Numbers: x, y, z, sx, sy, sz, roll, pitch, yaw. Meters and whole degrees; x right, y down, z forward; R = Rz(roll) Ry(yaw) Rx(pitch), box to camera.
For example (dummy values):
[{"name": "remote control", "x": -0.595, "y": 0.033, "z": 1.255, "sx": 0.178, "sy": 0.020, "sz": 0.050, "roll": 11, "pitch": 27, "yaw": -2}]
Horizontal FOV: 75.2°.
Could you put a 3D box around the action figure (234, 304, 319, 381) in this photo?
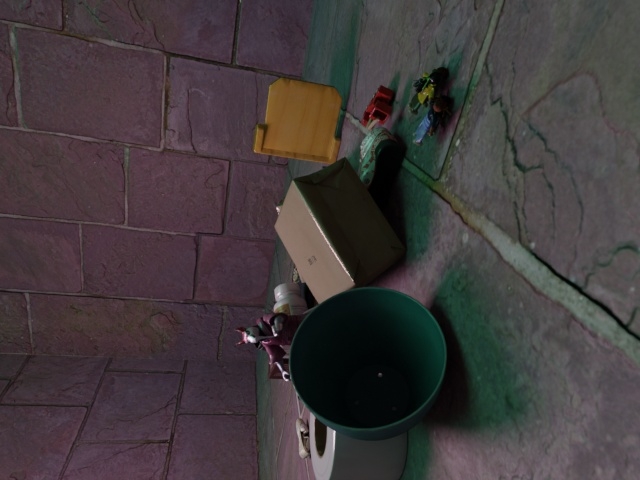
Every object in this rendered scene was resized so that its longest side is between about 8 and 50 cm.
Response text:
[{"name": "action figure", "x": -0.093, "y": 0.279, "z": 1.352, "sx": 0.276, "sy": 0.369, "sz": 0.248, "roll": -105, "pitch": 23, "yaw": -54}]

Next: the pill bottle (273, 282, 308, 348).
[{"name": "pill bottle", "x": -0.110, "y": 0.284, "z": 1.586, "sx": 0.131, "sy": 0.131, "sz": 0.230, "roll": 114, "pitch": 148, "yaw": -53}]

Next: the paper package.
[{"name": "paper package", "x": 0.030, "y": -0.005, "z": 1.127, "sx": 0.310, "sy": 0.168, "sz": 0.325, "roll": 58, "pitch": 158, "yaw": 9}]

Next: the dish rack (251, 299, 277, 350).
[{"name": "dish rack", "x": -0.205, "y": 0.345, "z": 1.845, "sx": 0.272, "sy": 0.074, "sz": 0.208, "roll": -59, "pitch": 23, "yaw": -3}]

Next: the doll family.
[{"name": "doll family", "x": 0.234, "y": -0.291, "z": 0.876, "sx": 0.111, "sy": 0.075, "sz": 0.193, "roll": 127, "pitch": 142, "yaw": -58}]

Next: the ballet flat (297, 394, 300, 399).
[{"name": "ballet flat", "x": -0.060, "y": 0.593, "z": 1.743, "sx": 0.074, "sy": 0.074, "sz": 0.204, "roll": -111, "pitch": 30, "yaw": -63}]

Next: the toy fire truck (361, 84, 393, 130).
[{"name": "toy fire truck", "x": 0.158, "y": -0.364, "z": 1.190, "sx": 0.192, "sy": 0.047, "sz": 0.136, "roll": 132, "pitch": 160, "yaw": -68}]

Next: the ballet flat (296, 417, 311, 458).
[{"name": "ballet flat", "x": -0.065, "y": 0.818, "z": 1.734, "sx": 0.052, "sy": 0.057, "sz": 0.168, "roll": -44, "pitch": 37, "yaw": 26}]

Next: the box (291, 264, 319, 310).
[{"name": "box", "x": -0.054, "y": 0.247, "z": 1.812, "sx": 0.395, "sy": 0.097, "sz": 0.319, "roll": -153, "pitch": 68, "yaw": -74}]

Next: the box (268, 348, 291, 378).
[{"name": "box", "x": -0.143, "y": 0.526, "z": 1.912, "sx": 0.203, "sy": 0.166, "sz": 0.169, "roll": 113, "pitch": 159, "yaw": -52}]

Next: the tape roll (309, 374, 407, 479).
[{"name": "tape roll", "x": 0.079, "y": 0.444, "z": 0.990, "sx": 0.246, "sy": 0.168, "sz": 0.247, "roll": -174, "pitch": 90, "yaw": -78}]

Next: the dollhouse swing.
[{"name": "dollhouse swing", "x": -0.098, "y": -0.505, "z": 1.774, "sx": 0.315, "sy": 0.345, "sz": 0.306, "roll": -128, "pitch": 45, "yaw": -72}]

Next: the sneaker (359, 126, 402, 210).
[{"name": "sneaker", "x": 0.144, "y": -0.182, "z": 1.171, "sx": 0.145, "sy": 0.090, "sz": 0.270, "roll": -99, "pitch": 23, "yaw": -51}]

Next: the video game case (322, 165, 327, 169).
[{"name": "video game case", "x": 0.028, "y": -0.145, "z": 1.564, "sx": 0.275, "sy": 0.035, "sz": 0.249, "roll": -32, "pitch": -50, "yaw": -79}]

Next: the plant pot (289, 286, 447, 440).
[{"name": "plant pot", "x": 0.102, "y": 0.268, "z": 0.828, "sx": 0.290, "sy": 0.289, "sz": 0.196, "roll": -98, "pitch": -6, "yaw": -47}]

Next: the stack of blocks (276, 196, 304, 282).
[{"name": "stack of blocks", "x": -0.060, "y": -0.019, "z": 1.524, "sx": 0.171, "sy": 0.087, "sz": 0.298, "roll": -73, "pitch": -32, "yaw": -69}]
